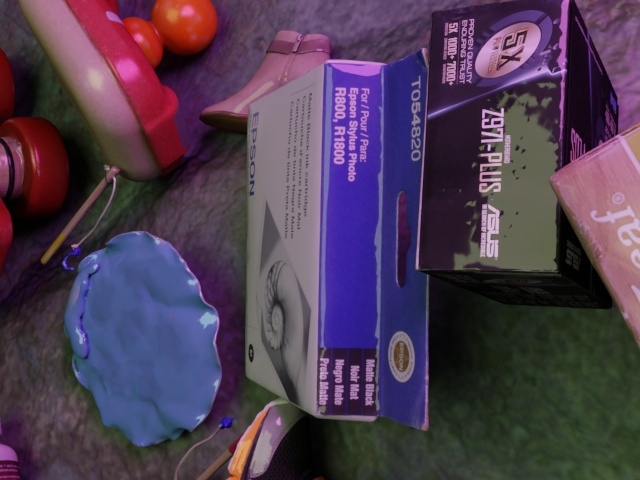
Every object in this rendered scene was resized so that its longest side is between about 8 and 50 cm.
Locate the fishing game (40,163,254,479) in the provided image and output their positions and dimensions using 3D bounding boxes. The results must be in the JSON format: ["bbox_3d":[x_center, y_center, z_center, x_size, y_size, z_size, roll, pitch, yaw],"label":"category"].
[{"bbox_3d":[-0.147,0.084,0.706,0.264,0.041,0.189,53,122,19],"label":"fishing game"}]

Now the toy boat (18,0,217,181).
[{"bbox_3d":[-0.162,-0.175,0.741,0.151,0.151,0.231,-30,64,-12],"label":"toy boat"}]

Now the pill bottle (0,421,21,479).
[{"bbox_3d":[-0.312,0.238,0.753,0.086,0.086,0.152,-25,68,23],"label":"pill bottle"}]

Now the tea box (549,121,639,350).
[{"bbox_3d":[0.332,0.052,0.348,0.323,0.220,0.329,-32,67,21],"label":"tea box"}]

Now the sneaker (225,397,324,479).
[{"bbox_3d":[-0.018,0.219,0.599,0.083,0.084,0.214,1,89,26],"label":"sneaker"}]

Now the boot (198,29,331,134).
[{"bbox_3d":[-0.043,-0.135,0.707,0.118,0.042,0.087,9,78,29],"label":"boot"}]

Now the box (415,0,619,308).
[{"bbox_3d":[0.127,-0.040,0.505,0.078,0.180,0.147,1,80,27],"label":"box"}]

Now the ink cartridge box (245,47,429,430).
[{"bbox_3d":[0.000,0.000,0.559,0.224,0.045,0.223,177,94,-67],"label":"ink cartridge box"}]

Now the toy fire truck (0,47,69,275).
[{"bbox_3d":[-0.392,-0.046,0.832,0.302,0.169,0.254,51,130,28],"label":"toy fire truck"}]
